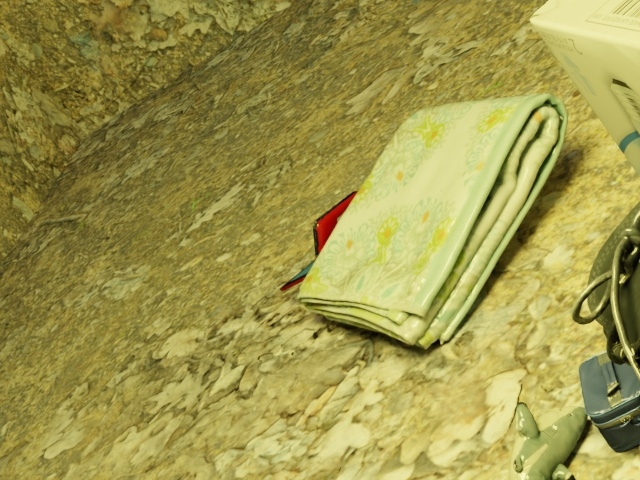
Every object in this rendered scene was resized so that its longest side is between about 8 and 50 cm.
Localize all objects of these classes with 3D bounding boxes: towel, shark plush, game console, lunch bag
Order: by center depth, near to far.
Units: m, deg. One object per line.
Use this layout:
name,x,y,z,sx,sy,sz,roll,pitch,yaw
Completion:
lunch bag,0.287,0.149,1.136,0.067,0.065,0.098,-31,23,19
shark plush,0.215,0.219,1.137,0.067,0.073,0.161,4,34,17
towel,0.141,-0.038,1.608,0.374,0.090,0.320,-57,27,-13
game console,0.000,0.000,1.794,0.085,0.124,0.144,7,26,27

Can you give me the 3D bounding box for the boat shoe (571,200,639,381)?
boat shoe,0.283,0.036,0.898,0.187,0.156,0.500,-49,-17,4

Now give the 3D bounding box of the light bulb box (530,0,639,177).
light bulb box,0.428,-0.109,1.017,0.225,0.361,0.358,-42,22,-2
